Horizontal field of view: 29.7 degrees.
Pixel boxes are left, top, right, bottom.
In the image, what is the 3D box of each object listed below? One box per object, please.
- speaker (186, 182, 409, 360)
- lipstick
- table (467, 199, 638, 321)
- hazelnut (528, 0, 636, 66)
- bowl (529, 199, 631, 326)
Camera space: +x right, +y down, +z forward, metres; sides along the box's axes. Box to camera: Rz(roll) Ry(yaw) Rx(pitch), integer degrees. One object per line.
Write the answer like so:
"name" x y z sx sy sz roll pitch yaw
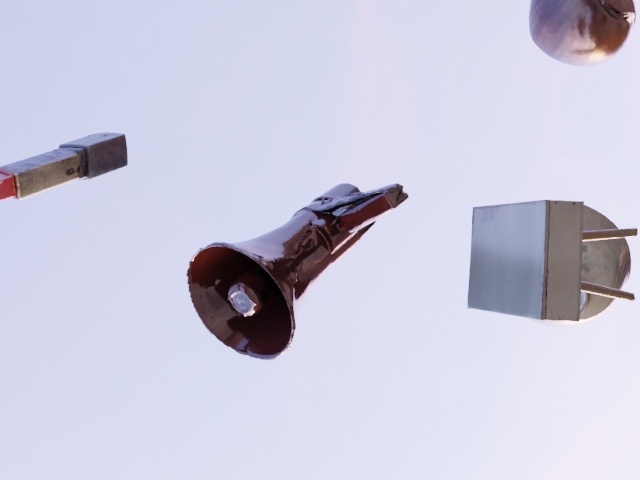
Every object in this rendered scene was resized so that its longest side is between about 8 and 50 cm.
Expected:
"speaker" -0.023 -0.008 1.834 0.329 0.198 0.259 -43 -16 -38
"lipstick" -0.354 -0.093 1.589 0.312 0.051 0.051 -34 -53 -64
"table" 0.248 0.022 1.305 0.111 0.240 0.122 3 -90 -11
"hazelnut" 0.515 -0.461 2.417 0.218 0.218 0.234 -2 -124 -49
"bowl" 0.488 0.074 2.485 0.146 0.289 0.289 -63 -39 -54
